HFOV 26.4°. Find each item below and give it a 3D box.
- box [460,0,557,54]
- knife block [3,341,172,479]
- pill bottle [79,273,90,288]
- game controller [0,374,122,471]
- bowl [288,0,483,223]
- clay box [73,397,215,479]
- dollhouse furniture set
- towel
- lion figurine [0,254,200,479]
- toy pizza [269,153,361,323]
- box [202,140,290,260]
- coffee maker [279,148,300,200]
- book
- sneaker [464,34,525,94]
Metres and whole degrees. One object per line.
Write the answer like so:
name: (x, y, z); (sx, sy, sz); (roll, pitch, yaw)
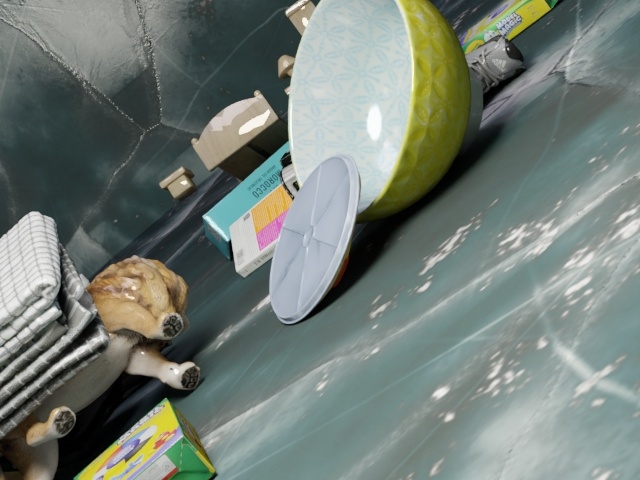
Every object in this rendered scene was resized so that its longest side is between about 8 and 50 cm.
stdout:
box: (0.293, -0.341, 2.088); (0.179, 0.043, 0.105); (-34, 12, 24)
knife block: (-0.331, 0.208, 1.853); (0.275, 0.088, 0.242); (-46, 11, -34)
pill bottle: (-0.324, 0.126, 2.001); (0.086, 0.152, 0.086); (-39, 10, 8)
game controller: (-0.405, 0.230, 1.755); (0.319, 0.067, 0.166); (-6, 41, 26)
bowl: (0.094, -0.158, 1.597); (0.156, 0.289, 0.289); (3, -14, -29)
clay box: (-0.175, 0.223, 1.312); (0.127, 0.053, 0.222); (-41, 11, -7)
dollhouse furniture set: (-0.101, -0.212, 2.253); (0.356, 0.173, 0.303); (-36, -15, 6)
towel: (-0.379, 0.120, 1.550); (0.284, 0.121, 0.235); (-41, 26, 1)
lion figurine: (-0.289, 0.162, 1.611); (0.392, 0.142, 0.240); (-37, 32, -27)
toy pizza: (0.000, 0.000, 1.528); (0.201, 0.032, 0.201); (-51, 28, 41)
box: (-0.077, -0.081, 2.172); (0.244, 0.060, 0.100); (-42, -13, -14)
coffee maker: (0.048, -0.122, 1.893); (0.178, 0.120, 0.171); (-34, -12, 26)
book: (-0.068, -0.023, 1.965); (0.144, 0.035, 0.096); (-36, 39, 21)
sneaker: (0.193, -0.209, 1.762); (0.132, 0.086, 0.228); (-30, 13, 35)
